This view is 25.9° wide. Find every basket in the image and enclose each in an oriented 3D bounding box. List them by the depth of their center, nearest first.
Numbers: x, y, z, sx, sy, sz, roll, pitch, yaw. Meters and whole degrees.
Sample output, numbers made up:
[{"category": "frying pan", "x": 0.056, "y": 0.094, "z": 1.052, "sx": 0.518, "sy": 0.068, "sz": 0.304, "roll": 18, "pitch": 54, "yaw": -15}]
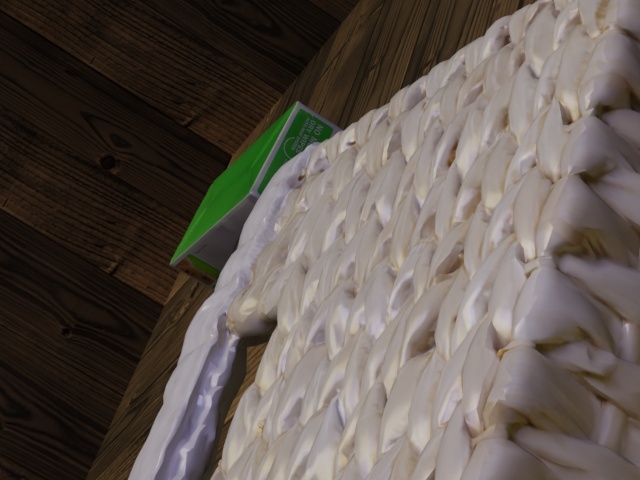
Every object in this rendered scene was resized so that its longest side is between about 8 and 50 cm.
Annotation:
[{"category": "basket", "x": 0.116, "y": 0.119, "z": 0.527, "sx": 0.266, "sy": 0.331, "sz": 0.328, "roll": -39, "pitch": 23, "yaw": 51}]

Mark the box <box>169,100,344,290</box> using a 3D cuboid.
[{"category": "box", "x": 0.000, "y": 0.000, "z": 1.477, "sx": 0.262, "sy": 0.231, "sz": 0.127, "roll": -34, "pitch": 27, "yaw": 61}]
